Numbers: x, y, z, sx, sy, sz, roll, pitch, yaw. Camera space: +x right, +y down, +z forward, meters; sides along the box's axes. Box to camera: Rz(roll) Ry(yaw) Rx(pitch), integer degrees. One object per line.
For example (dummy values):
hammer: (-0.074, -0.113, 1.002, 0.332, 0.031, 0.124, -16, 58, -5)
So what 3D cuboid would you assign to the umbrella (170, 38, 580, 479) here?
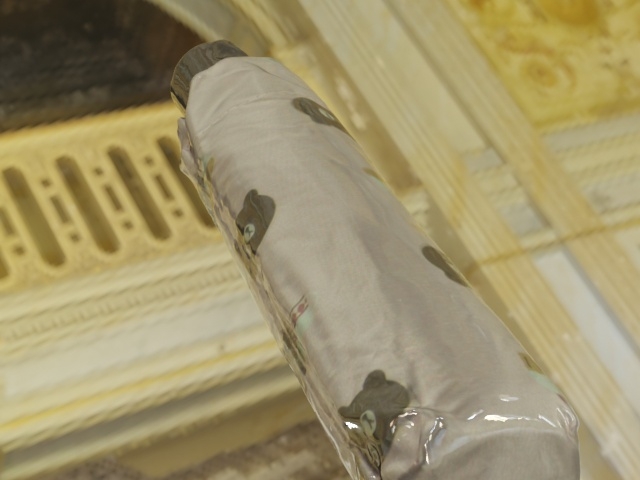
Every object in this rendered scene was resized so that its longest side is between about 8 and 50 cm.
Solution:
umbrella: (0.000, 0.000, 0.556, 0.073, 0.337, 0.067, 7, -64, -24)
